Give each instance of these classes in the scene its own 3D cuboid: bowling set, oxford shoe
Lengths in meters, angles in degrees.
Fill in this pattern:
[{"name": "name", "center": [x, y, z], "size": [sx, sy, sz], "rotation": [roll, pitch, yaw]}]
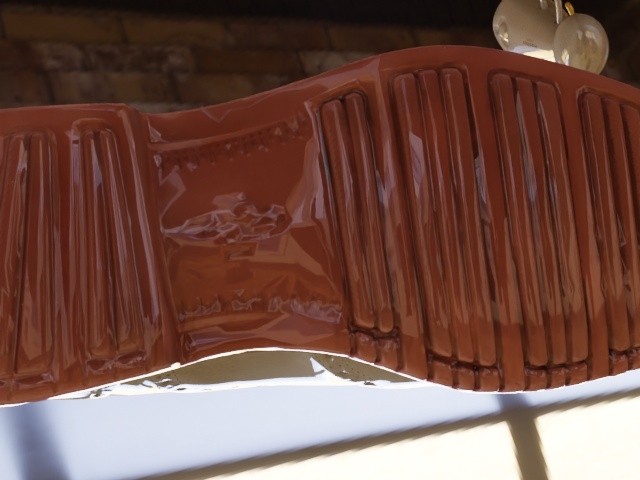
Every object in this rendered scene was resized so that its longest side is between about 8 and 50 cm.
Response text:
[{"name": "bowling set", "center": [0.215, -0.270, 0.835], "size": [0.200, 0.287, 0.154], "rotation": [-18, -159, -6]}, {"name": "oxford shoe", "center": [0.000, 0.000, 0.517], "size": [0.397, 0.140, 0.146], "rotation": [0, 172, -12]}]
